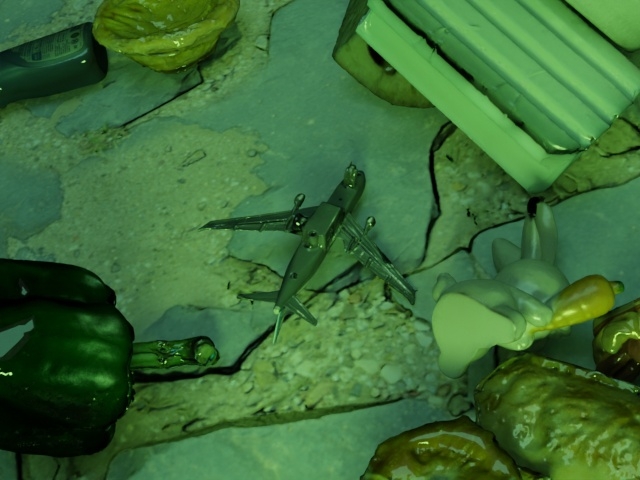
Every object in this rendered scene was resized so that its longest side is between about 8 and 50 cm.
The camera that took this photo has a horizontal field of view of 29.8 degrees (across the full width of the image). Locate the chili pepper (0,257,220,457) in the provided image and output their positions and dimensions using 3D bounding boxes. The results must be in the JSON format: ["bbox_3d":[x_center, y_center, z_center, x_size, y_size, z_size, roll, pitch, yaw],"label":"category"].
[{"bbox_3d":[-0.227,0.111,1.083,0.174,0.261,0.165,34,106,56],"label":"chili pepper"}]

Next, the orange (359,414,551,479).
[{"bbox_3d":[0.090,0.219,0.897,0.170,0.112,0.160,-10,38,-15],"label":"orange"}]

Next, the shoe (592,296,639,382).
[{"bbox_3d":[0.269,0.087,0.984,0.109,0.072,0.069,-7,57,40],"label":"shoe"}]

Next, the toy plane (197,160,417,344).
[{"bbox_3d":[-0.001,-0.001,1.174,0.226,0.058,0.226,19,55,14],"label":"toy plane"}]

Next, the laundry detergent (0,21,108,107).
[{"bbox_3d":[-0.372,-0.212,1.505,0.206,0.061,0.097,-15,47,6],"label":"laundry detergent"}]

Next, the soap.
[{"bbox_3d":[0.173,-0.182,1.180,0.261,0.094,0.150,44,64,9],"label":"soap"}]

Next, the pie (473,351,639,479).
[{"bbox_3d":[0.241,0.172,0.917,0.282,0.068,0.128,24,56,33],"label":"pie"}]

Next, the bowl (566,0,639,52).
[{"bbox_3d":[0.309,-0.316,1.194,0.196,0.435,0.435,-50,43,17],"label":"bowl"}]

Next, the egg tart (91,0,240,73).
[{"bbox_3d":[-0.186,-0.268,1.479,0.191,0.074,0.191,-8,44,8],"label":"egg tart"}]

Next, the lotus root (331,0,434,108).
[{"bbox_3d":[0.142,-0.284,1.343,0.210,0.142,0.314,35,64,-3],"label":"lotus root"}]

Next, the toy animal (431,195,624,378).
[{"bbox_3d":[0.177,0.035,1.036,0.181,0.131,0.127,-23,72,-44],"label":"toy animal"}]
